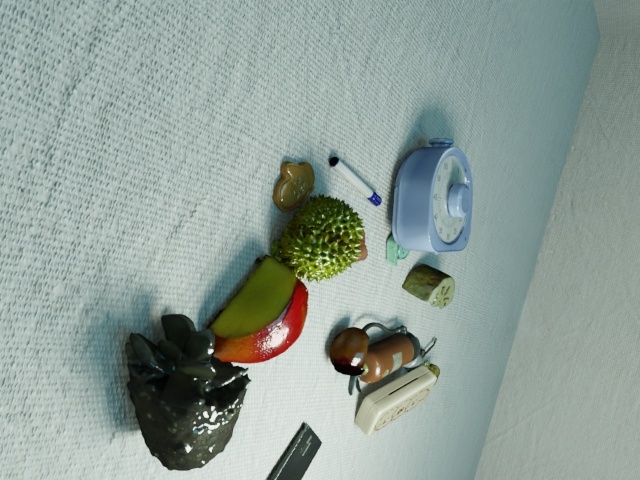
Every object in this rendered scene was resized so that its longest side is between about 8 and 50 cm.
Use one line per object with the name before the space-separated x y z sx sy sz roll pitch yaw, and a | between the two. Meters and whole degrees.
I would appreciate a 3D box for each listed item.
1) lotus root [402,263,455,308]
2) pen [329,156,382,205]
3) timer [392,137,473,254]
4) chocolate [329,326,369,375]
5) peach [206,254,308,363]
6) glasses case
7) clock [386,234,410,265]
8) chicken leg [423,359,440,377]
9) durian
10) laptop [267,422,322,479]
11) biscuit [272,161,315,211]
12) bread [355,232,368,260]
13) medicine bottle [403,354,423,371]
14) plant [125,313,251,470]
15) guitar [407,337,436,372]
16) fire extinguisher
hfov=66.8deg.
lotus root | 0.412 0.170 1.803 0.235 0.119 0.138 13 98 -52
pen | 0.102 -0.161 1.355 0.269 0.033 0.033 32 77 -52
timer | 0.394 -0.145 1.589 0.395 0.173 0.395 -10 102 -52
chocolate | 0.091 0.324 1.451 0.127 0.124 0.133 55 29 -43
peach | -0.126 0.187 1.085 0.267 0.154 0.159 -52 139 -28
glasses case | 0.275 0.569 1.743 0.336 0.076 0.144 -15 132 -39
clock | 0.270 0.018 1.628 0.135 0.041 0.101 -33 127 -42
chicken leg | 0.436 0.549 1.977 0.103 0.088 0.227 -55 156 2
durian | 0.003 -0.002 1.178 0.237 0.176 0.200 -41 113 -22
laptop | -0.072 0.660 1.433 0.207 0.026 0.154 -52 137 -28
biscuit | -0.062 -0.136 1.157 0.140 0.023 0.118 -50 138 -28
bread | 0.069 0.011 1.344 0.192 0.067 0.119 3 108 -52
medicine bottle | 0.334 0.446 1.836 0.130 0.080 0.080 45 67 -49
plant | -0.252 0.282 0.934 0.188 0.199 0.276 -27 128 -48
guitar | 0.425 0.466 2.008 0.233 0.025 0.088 -31 126 -44
fire extinguisher | 0.193 0.364 1.620 0.376 0.113 0.200 -9 80 -52
